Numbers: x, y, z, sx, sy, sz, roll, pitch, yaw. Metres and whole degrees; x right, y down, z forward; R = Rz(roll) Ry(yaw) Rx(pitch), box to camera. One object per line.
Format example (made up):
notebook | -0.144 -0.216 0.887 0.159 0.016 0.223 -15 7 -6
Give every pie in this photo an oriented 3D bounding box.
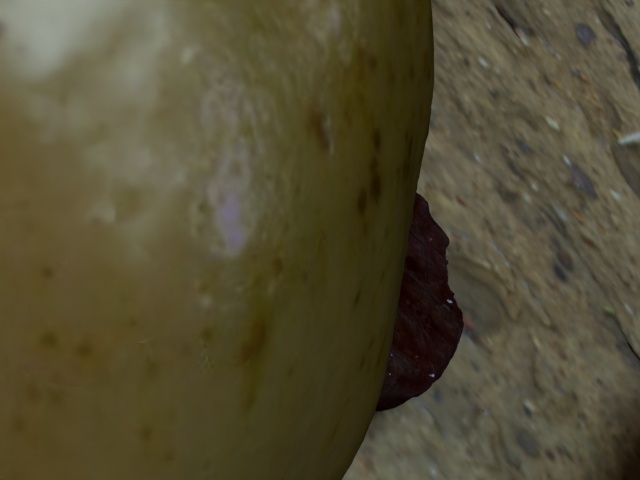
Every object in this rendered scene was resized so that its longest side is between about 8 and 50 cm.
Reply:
pie | 0.000 0.000 0.772 0.153 0.038 0.153 32 39 -30

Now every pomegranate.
pomegranate | -0.114 -0.015 0.437 0.307 0.307 0.307 29 43 -31
